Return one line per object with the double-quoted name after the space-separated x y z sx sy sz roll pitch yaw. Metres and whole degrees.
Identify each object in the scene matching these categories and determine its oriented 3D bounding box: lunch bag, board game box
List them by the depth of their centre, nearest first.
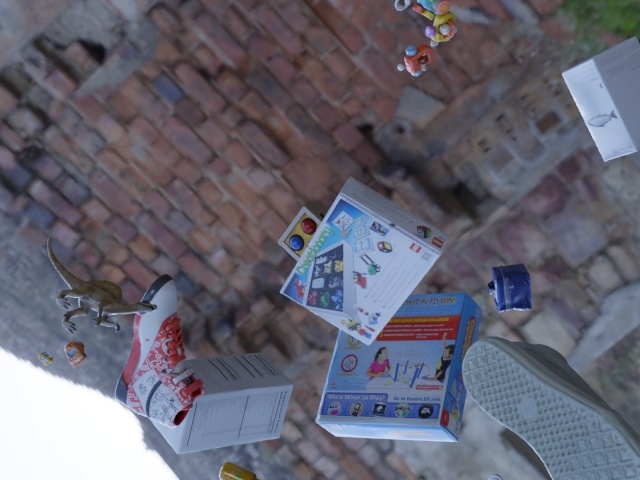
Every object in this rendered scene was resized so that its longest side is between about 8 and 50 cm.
0.314 0.078 1.719 0.098 0.065 0.067 -78 -17 -77 "lunch bag"
0.068 0.044 1.764 0.193 0.305 0.053 32 -132 -1 "board game box"
0.169 0.268 2.194 0.086 0.308 0.302 44 -128 -43 "board game box"

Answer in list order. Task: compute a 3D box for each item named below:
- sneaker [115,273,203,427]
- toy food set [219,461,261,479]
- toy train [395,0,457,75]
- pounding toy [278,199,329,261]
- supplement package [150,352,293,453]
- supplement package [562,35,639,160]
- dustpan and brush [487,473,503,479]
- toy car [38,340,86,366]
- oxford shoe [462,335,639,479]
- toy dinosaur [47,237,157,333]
-0.259 0.200 1.799 0.145 0.270 0.090 27 -158 17 "sneaker"
-0.190 0.585 2.098 0.104 0.232 0.111 20 159 11 "toy food set"
0.184 -0.359 1.751 0.046 0.125 0.166 43 160 39 "toy train"
0.000 0.000 2.187 0.141 0.130 0.100 43 -152 12 "pounding toy"
-0.200 0.325 2.077 0.244 0.139 0.134 -1 -155 -37 "supplement package"
0.526 -0.247 1.803 0.179 0.105 0.105 63 161 -3 "supplement package"
0.182 0.296 0.868 0.060 0.147 0.211 -7 -98 -54 "dustpan and brush"
-0.550 0.247 2.162 0.040 0.122 0.060 51 -156 -39 "toy car"
0.399 0.294 1.571 0.130 0.169 0.449 3 -152 -37 "oxford shoe"
-0.309 0.074 1.358 0.183 0.053 0.092 28 -141 10 "toy dinosaur"
